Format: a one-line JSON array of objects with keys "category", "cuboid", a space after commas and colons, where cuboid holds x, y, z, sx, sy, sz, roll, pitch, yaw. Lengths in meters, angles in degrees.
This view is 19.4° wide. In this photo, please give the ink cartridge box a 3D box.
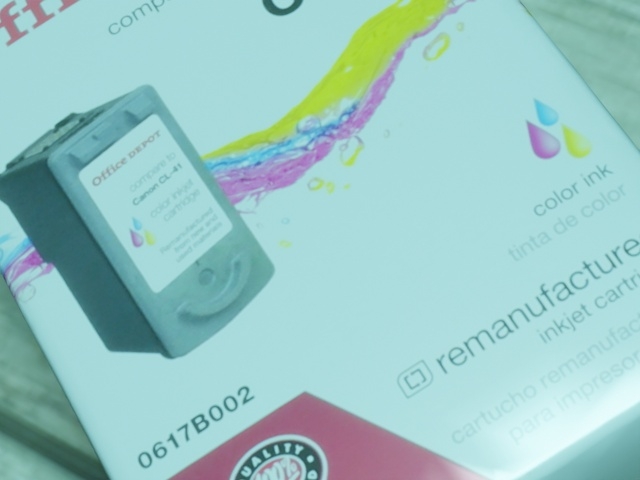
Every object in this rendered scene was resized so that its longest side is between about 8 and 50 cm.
[{"category": "ink cartridge box", "cuboid": [0.000, 0.000, 0.727, 0.226, 0.131, 0.306, -32, 62, -2]}]
